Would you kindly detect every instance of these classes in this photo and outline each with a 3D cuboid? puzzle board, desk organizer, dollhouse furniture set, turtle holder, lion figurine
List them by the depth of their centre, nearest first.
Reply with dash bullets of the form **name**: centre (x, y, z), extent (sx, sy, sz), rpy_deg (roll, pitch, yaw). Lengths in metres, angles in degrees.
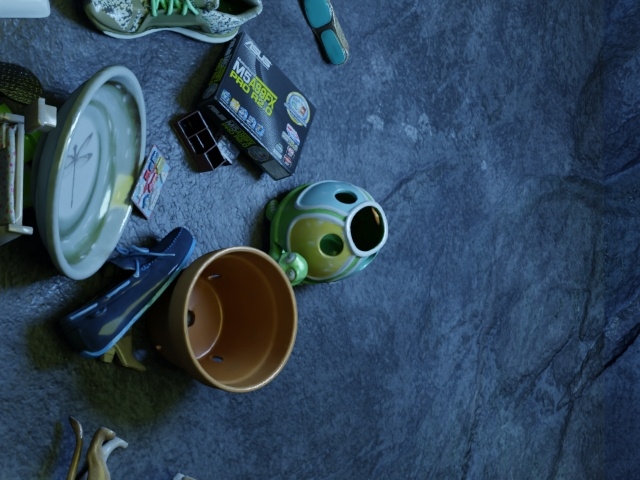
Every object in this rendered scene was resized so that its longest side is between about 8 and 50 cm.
- **dollhouse furniture set**: centre (-0.578, -0.040, 1.479), extent (0.174, 0.356, 0.303), rpy_deg (10, 69, -43)
- **lion figurine**: centre (-0.378, 0.529, 1.818), extent (0.392, 0.142, 0.240), rpy_deg (36, 70, -20)
- **puzzle board**: centre (-0.346, -0.118, 1.926), extent (0.096, 0.011, 0.128), rpy_deg (63, 42, -62)
- **desk organizer**: centre (-0.261, -0.212, 2.019), extent (0.047, 0.050, 0.130), rpy_deg (-45, 117, -36)
- **turtle holder**: centre (0.004, -0.019, 2.137), extent (0.320, 0.227, 0.243), rpy_deg (1, 87, -44)

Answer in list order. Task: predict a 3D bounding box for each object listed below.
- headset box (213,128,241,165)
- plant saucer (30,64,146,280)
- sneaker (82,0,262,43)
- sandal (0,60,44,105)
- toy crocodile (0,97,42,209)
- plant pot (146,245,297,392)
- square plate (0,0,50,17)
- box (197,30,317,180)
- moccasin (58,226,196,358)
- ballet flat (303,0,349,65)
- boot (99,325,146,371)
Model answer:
- **headset box**: centre (-0.206, -0.217, 2.085), extent (0.062, 0.032, 0.083), rpy_deg (45, 57, -33)
- **plant saucer**: centre (-0.438, -0.130, 1.723), extent (0.400, 0.101, 0.400), rpy_deg (13, 90, -82)
- **sneaker**: centre (-0.290, -0.499, 1.922), extent (0.410, 0.182, 0.158), rpy_deg (-9, 93, -43)
- **sandal**: centre (-0.566, -0.280, 1.623), extent (0.179, 0.040, 0.067), rpy_deg (19, 63, -23)
- **toy crocodile**: centre (-0.590, -0.213, 1.681), extent (0.115, 0.105, 0.340), rpy_deg (-39, 109, -39)
- **plant pot**: centre (-0.221, 0.159, 1.926), extent (0.291, 0.204, 0.290), rpy_deg (3, 85, -44)
- **square plate**: centre (-0.657, -0.570, 1.669), extent (0.344, 0.049, 0.347), rpy_deg (-14, 97, -43)
- **box**: centre (-0.136, -0.300, 2.114), extent (0.270, 0.060, 0.216), rpy_deg (44, 48, -32)
- **moccasin**: centre (-0.370, 0.076, 1.830), extent (0.117, 0.138, 0.342), rpy_deg (47, 49, -14)
- **ballet flat**: centre (0.014, -0.530, 2.309), extent (0.067, 0.073, 0.206), rpy_deg (-61, 134, -62)
- **boot**: centre (-0.391, 0.209, 1.872), extent (0.118, 0.042, 0.087), rpy_deg (24, 68, -41)
